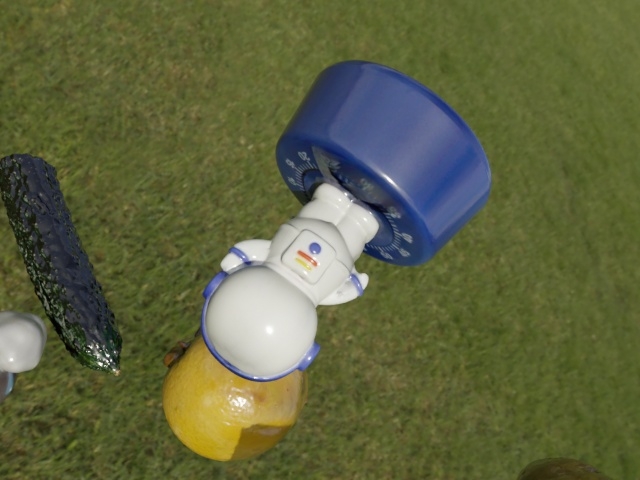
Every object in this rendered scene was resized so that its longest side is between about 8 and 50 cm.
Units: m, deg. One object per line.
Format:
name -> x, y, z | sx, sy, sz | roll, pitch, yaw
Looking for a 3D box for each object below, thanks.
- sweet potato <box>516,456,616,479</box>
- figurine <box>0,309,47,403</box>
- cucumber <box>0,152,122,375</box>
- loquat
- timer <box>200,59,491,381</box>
sweet potato -> 0.320, 0.352, 1.009 | 0.158, 0.158, 0.370 | 48, -3, -18
figurine -> -0.503, 0.223, 1.005 | 0.206, 0.365, 0.218 | 33, 24, 15
cucumber -> -0.288, 0.028, 0.915 | 0.072, 0.072, 0.300 | 9, 44, -51
loquat -> -0.165, 0.269, 1.531 | 0.275, 0.275, 0.275 | 34, 40, -35
timer -> 0.000, 0.000, 1.012 | 0.270, 0.270, 0.383 | 46, 70, -21
